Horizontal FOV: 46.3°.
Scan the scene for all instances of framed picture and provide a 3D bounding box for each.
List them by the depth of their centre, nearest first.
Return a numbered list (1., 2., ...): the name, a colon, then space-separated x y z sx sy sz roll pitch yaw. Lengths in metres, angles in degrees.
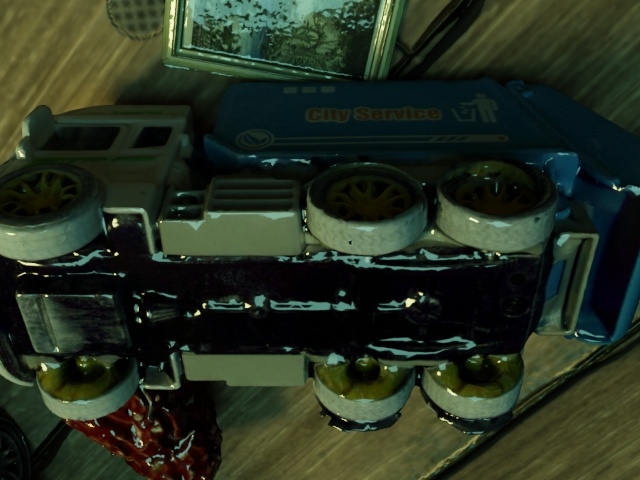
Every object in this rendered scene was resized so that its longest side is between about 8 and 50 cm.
1. framed picture: -0.014 -0.173 0.421 0.142 0.011 0.183 9 121 -6

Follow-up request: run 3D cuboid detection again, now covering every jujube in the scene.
1. jujube: -0.135 0.118 0.554 0.104 0.104 0.166 -14 126 8

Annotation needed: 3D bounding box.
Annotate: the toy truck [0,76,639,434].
1. toy truck: 0.000 0.000 0.427 0.367 0.175 0.146 0 126 0

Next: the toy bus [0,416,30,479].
1. toy bus: -0.306 0.350 0.601 0.209 0.249 0.440 -16 121 9
